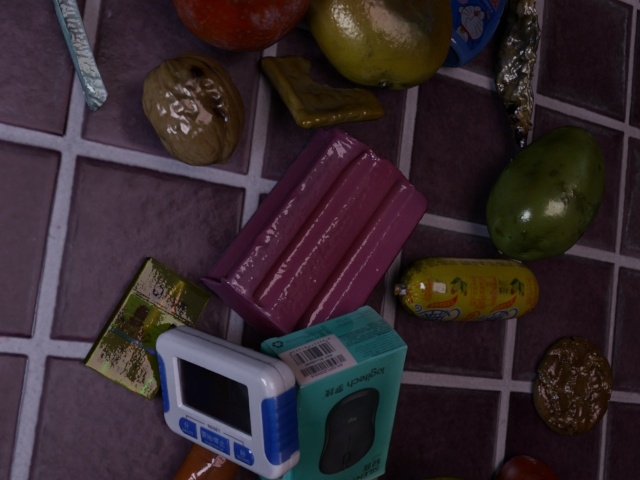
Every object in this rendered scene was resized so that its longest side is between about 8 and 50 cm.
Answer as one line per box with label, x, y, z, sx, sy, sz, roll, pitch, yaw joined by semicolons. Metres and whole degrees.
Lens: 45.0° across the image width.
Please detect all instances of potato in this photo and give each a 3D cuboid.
potato;0.453;-0.091;1.533;0.304;0.216;0.216;-42;107;-28

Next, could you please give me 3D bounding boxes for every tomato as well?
tomato;0.426;0.537;1.553;0.173;0.099;0.189;28;76;-27

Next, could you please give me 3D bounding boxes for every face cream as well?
face cream;0.301;-0.471;1.538;0.149;0.083;0.264;41;69;-26

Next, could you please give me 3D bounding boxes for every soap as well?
soap;0.000;0.000;1.323;0.233;0.128;0.359;44;69;-22

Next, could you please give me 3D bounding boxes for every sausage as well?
sausage;-0.181;0.370;1.236;0.089;0.089;0.179;38;74;-23
sausage;0.286;0.093;1.481;0.347;0.123;0.123;2;87;-30

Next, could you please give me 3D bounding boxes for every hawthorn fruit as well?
hawthorn fruit;-0.119;-0.403;1.215;0.235;0.263;0.231;11;126;-33

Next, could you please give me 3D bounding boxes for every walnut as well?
walnut;-0.195;-0.201;1.215;0.155;0.155;0.184;-34;99;-26

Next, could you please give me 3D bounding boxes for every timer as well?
timer;-0.136;0.233;1.151;0.078;0.253;0.178;-22;117;-46

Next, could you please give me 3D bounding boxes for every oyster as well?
oyster;0.402;-0.356;1.568;0.078;0.128;0.345;-2;97;-11

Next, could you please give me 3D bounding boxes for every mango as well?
mango;0.087;-0.433;1.359;0.253;0.182;0.365;-40;107;-24

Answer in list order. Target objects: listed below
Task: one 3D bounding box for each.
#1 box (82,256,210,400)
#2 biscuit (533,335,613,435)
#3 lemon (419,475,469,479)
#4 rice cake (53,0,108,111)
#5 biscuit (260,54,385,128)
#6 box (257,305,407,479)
box;-0.272;0.139;1.221;0.121;0.030;0.193;35;73;-24
biscuit;0.550;0.314;1.666;0.226;0.042;0.226;1;88;-28
lemon;0.205;0.568;1.317;0.336;0.336;0.336;1;87;-29
rice cake;-0.368;-0.303;1.179;0.034;0.043;0.211;-19;97;-24
biscuit;-0.001;-0.263;1.337;0.174;0.039;0.183;-17;57;-31
box;0.012;0.278;1.241;0.205;0.118;0.311;-14;128;-27
